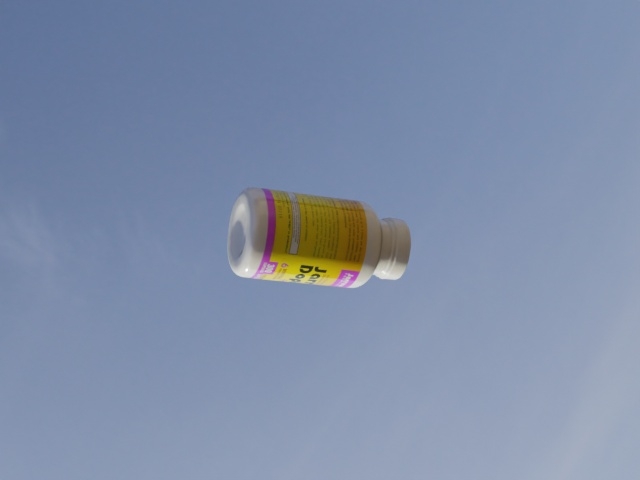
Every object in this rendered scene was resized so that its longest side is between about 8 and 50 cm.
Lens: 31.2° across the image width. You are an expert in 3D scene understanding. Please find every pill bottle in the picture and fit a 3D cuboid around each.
[{"bbox_3d":[0.000,0.000,0.554,0.083,0.043,0.043,6,-86,-20],"label":"pill bottle"}]
